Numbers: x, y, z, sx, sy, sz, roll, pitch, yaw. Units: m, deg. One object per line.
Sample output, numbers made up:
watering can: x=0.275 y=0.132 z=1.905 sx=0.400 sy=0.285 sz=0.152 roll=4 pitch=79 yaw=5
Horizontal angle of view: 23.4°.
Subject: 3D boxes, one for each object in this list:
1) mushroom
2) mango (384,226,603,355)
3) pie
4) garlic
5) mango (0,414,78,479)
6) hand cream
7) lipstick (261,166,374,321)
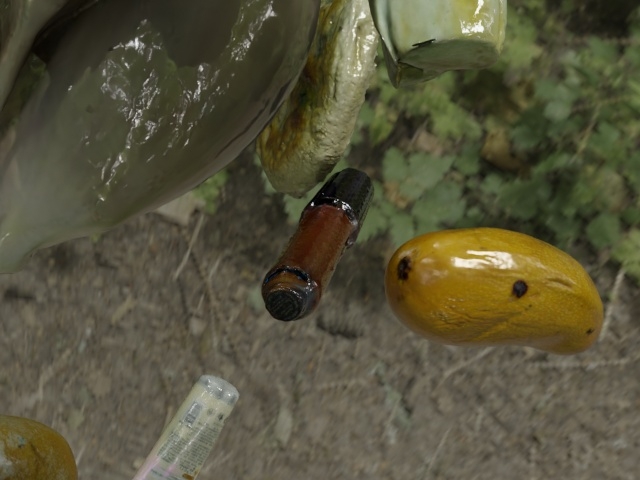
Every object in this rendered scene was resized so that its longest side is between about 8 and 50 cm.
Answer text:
mushroom: x=0.075 y=-0.259 z=1.119 sx=0.100 sy=0.081 sz=0.312 roll=-14 pitch=62 yaw=22
mango: x=0.213 y=0.059 z=1.839 sx=0.295 sy=0.177 sz=0.120 roll=10 pitch=56 yaw=-27
pie: x=-0.006 y=-0.214 z=2.054 sx=0.075 sy=0.337 sz=0.337 roll=16 pitch=62 yaw=-20
garlic: x=-0.142 y=-0.154 z=0.900 sx=0.246 sy=0.231 sz=0.340 roll=1 pitch=57 yaw=33
mango: x=-0.408 y=0.289 z=1.763 sx=0.146 sy=0.192 sz=0.316 roll=36 pitch=19 yaw=35
hand cream: x=-0.119 y=0.182 z=1.329 sx=0.061 sy=0.039 sz=0.143 roll=34 pitch=85 yaw=-32
lipstick: x=0.000 y=0.000 z=1.857 sx=0.077 sy=0.077 sz=0.418 roll=28 pitch=23 yaw=1
